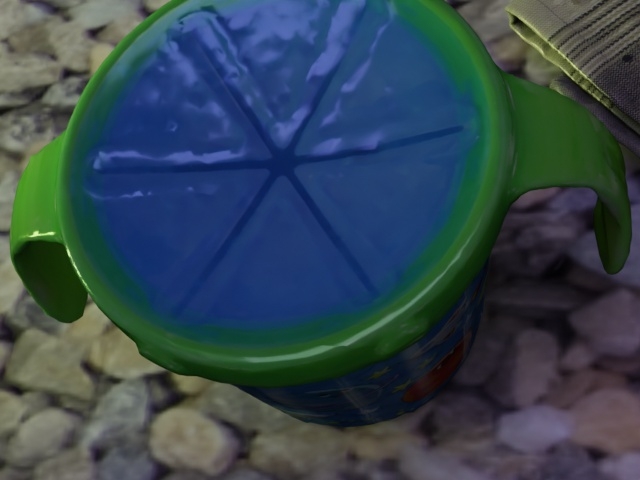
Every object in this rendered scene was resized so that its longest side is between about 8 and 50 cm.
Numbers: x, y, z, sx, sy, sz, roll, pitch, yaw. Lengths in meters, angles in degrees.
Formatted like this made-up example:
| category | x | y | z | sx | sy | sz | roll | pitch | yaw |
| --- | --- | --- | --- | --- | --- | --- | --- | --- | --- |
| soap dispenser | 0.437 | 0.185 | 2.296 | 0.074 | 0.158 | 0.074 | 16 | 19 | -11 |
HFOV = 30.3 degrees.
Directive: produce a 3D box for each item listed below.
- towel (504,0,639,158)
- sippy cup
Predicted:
| category | x | y | z | sx | sy | sz | roll | pitch | yaw |
| --- | --- | --- | --- | --- | --- | --- | --- | --- | --- |
| towel | 0.326 | -0.139 | 0.749 | 0.324 | 0.056 | 0.312 | -35 | 57 | -8 |
| sippy cup | 0.000 | 0.000 | 0.677 | 0.306 | 0.224 | 0.240 | 29 | 74 | 24 |
